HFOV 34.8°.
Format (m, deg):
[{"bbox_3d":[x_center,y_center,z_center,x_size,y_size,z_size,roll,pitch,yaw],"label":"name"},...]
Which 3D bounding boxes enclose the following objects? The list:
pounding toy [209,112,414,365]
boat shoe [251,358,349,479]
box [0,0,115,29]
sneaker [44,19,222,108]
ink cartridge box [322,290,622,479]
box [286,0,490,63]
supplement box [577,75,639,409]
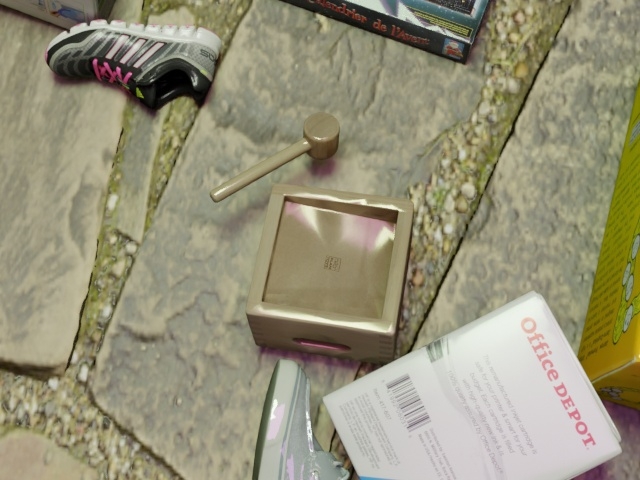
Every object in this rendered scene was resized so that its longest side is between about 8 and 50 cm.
[{"bbox_3d":[-0.008,-0.006,0.928,0.181,0.094,0.206,8,65,7],"label":"pounding toy"},{"bbox_3d":[-0.017,0.217,0.872,0.081,0.079,0.227,6,79,-8],"label":"boat shoe"},{"bbox_3d":[-0.292,-0.295,0.981,0.203,0.103,0.114,20,75,-5],"label":"box"},{"bbox_3d":[-0.179,-0.164,0.981,0.170,0.063,0.075,-1,68,-5],"label":"sneaker"},{"bbox_3d":[0.127,0.155,0.862,0.203,0.086,0.148,-27,75,4],"label":"ink cartridge box"},{"bbox_3d":[0.065,-0.291,1.028,0.233,0.044,0.159,21,75,6],"label":"box"},{"bbox_3d":[0.366,-0.024,0.875,0.194,0.195,0.356,15,75,4],"label":"supplement box"}]
